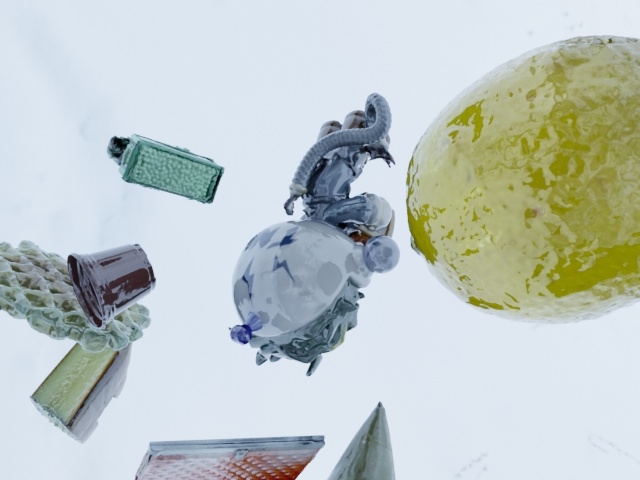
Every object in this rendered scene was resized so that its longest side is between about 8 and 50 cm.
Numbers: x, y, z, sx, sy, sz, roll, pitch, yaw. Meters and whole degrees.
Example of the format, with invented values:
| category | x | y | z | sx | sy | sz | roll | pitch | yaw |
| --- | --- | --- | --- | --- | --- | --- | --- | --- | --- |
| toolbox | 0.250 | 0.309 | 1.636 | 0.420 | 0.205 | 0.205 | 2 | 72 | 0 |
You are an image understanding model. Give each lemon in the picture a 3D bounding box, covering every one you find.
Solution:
| category | x | y | z | sx | sy | sz | roll | pitch | yaw |
| --- | --- | --- | --- | --- | --- | --- | --- | --- | --- |
| lemon | 0.218 | -0.051 | 0.520 | 0.245 | 0.319 | 0.245 | 29 | 48 | -39 |

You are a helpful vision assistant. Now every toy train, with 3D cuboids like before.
| category | x | y | z | sx | sy | sz | roll | pitch | yaw |
| --- | --- | --- | --- | --- | --- | --- | --- | --- | --- |
| toy train | -0.362 | -0.169 | 1.355 | 0.269 | 0.154 | 0.115 | 15 | 105 | -43 |

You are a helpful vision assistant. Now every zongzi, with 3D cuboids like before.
| category | x | y | z | sx | sy | sz | roll | pitch | yaw |
| --- | --- | --- | --- | --- | --- | --- | --- | --- | --- |
| zongzi | 0.011 | 0.518 | 1.096 | 0.174 | 0.356 | 0.393 | 15 | 66 | -33 |

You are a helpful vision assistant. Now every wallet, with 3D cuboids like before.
| category | x | y | z | sx | sy | sz | roll | pitch | yaw |
| --- | --- | --- | --- | --- | --- | --- | --- | --- | --- |
| wallet | -0.101 | 0.248 | 0.647 | 0.196 | 0.103 | 0.020 | 8 | 46 | -25 |

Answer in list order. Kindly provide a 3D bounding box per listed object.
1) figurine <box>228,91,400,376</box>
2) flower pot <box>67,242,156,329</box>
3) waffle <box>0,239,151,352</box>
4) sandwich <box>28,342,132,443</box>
| category | x | y | z | sx | sy | sz | roll | pitch | yaw |
| --- | --- | --- | --- | --- | --- | --- | --- | --- | --- |
| figurine | -0.001 | 0.002 | 0.818 | 0.186 | 0.261 | 0.382 | 33 | 61 | -19 |
| flower pot | -0.277 | 0.054 | 0.784 | 0.089 | 0.111 | 0.111 | -24 | 96 | -35 |
| waffle | -0.420 | 0.088 | 0.941 | 0.291 | 0.309 | 0.056 | 30 | 91 | -9 |
| sandwich | -0.474 | 0.278 | 1.196 | 0.122 | 0.128 | 0.236 | 26 | 55 | 9 |
